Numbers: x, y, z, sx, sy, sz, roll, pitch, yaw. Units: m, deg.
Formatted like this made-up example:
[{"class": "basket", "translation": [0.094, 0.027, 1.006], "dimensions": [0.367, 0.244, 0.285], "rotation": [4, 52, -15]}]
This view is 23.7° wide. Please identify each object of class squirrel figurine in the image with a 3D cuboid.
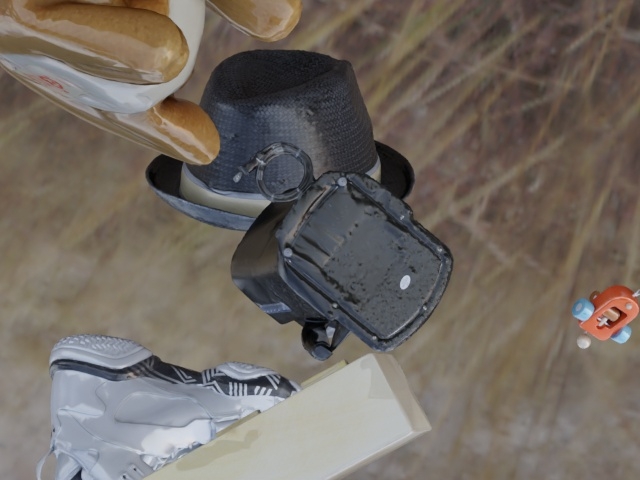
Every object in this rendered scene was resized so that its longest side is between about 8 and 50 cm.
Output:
[{"class": "squirrel figurine", "translation": [-0.186, -0.313, 1.333], "dimensions": [0.397, 0.370, 0.281], "rotation": [21, 170, 15]}]

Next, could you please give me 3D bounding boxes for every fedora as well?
[{"class": "fedora", "translation": [-0.040, -0.130, 1.750], "dimensions": [0.334, 0.334, 0.152], "rotation": [11, 115, 15]}]

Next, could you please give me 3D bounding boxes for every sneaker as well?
[{"class": "sneaker", "translation": [-0.180, 0.258, 1.940], "dimensions": [0.366, 0.210, 0.137], "rotation": [14, 153, -9]}]

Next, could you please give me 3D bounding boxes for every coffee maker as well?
[{"class": "coffee maker", "translation": [0.000, 0.000, 1.168], "dimensions": [0.171, 0.120, 0.178], "rotation": [63, 164, -6]}]

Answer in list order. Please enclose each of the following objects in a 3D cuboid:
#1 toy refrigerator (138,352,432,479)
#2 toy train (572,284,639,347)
[{"class": "toy refrigerator", "translation": [-0.038, 0.204, 1.468], "dimensions": [0.269, 0.094, 0.102], "rotation": [-29, 168, 11]}, {"class": "toy train", "translation": [0.310, 0.066, 1.364], "dimensions": [0.166, 0.046, 0.125], "rotation": [27, 124, -22]}]
